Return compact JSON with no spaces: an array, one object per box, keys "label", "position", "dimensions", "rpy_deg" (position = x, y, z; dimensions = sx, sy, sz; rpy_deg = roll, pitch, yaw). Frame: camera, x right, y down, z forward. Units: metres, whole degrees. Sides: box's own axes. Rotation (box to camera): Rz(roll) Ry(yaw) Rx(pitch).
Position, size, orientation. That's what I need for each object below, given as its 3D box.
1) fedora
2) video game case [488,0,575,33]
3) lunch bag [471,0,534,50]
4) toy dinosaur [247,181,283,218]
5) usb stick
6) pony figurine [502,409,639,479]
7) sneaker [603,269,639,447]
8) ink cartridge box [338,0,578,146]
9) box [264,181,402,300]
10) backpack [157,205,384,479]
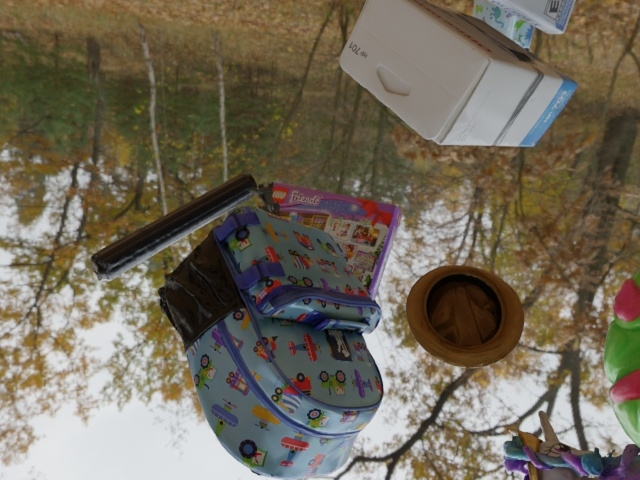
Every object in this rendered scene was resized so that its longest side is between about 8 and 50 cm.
[{"label":"fedora","position":[0.229,0.130,0.839],"dimensions":[0.195,0.079,0.194],"rpy_deg":[-4,-132,5]},{"label":"video game case","position":[0.281,-0.470,0.653],"dimensions":[0.300,0.328,0.036],"rpy_deg":[3,-161,-38]},{"label":"lunch bag","position":[0.368,-0.467,1.064],"dimensions":[0.096,0.128,0.151],"rpy_deg":[-19,-135,-22]},{"label":"toy dinosaur","position":[-0.062,-0.003,0.675],"dimensions":[0.064,0.118,0.268],"rpy_deg":[-21,-152,-23]},{"label":"usb stick","position":[-0.218,-0.024,0.792],"dimensions":[0.278,0.045,0.077],"rpy_deg":[-35,-176,-29]},{"label":"pony figurine","position":[0.350,0.367,0.566],"dimensions":[0.364,0.351,0.303],"rpy_deg":[-7,135,45]},{"label":"sneaker","position":[0.356,-0.002,0.193],"dimensions":[0.202,0.483,0.185],"rpy_deg":[27,-126,-11]},{"label":"ink cartridge box","position":[0.134,-0.158,0.492],"dimensions":[0.191,0.082,0.139],"rpy_deg":[-9,-131,-47]},{"label":"box","position":[0.000,0.000,1.078],"dimensions":[0.293,0.200,0.057],"rpy_deg":[14,166,25]},{"label":"backpack","position":[-0.022,0.078,0.390],"dimensions":[0.158,0.117,0.173],"rpy_deg":[21,-150,-46]}]
